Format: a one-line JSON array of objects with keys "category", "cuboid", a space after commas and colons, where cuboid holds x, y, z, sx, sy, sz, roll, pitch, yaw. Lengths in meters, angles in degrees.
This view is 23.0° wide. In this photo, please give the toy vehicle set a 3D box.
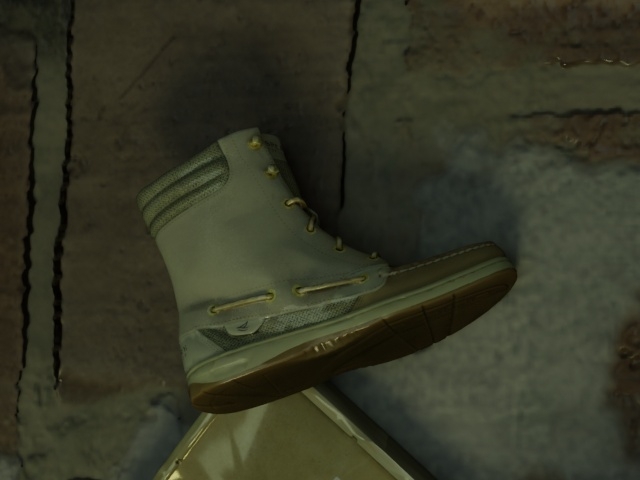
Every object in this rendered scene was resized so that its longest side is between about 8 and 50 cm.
[{"category": "toy vehicle set", "cuboid": [0.013, 0.209, 0.989, 0.267, 0.035, 0.166, 42, 102, 18]}]

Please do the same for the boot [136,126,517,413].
[{"category": "boot", "cuboid": [0.000, 0.000, 0.982, 0.213, 0.077, 0.165, -20, 64, 1]}]
